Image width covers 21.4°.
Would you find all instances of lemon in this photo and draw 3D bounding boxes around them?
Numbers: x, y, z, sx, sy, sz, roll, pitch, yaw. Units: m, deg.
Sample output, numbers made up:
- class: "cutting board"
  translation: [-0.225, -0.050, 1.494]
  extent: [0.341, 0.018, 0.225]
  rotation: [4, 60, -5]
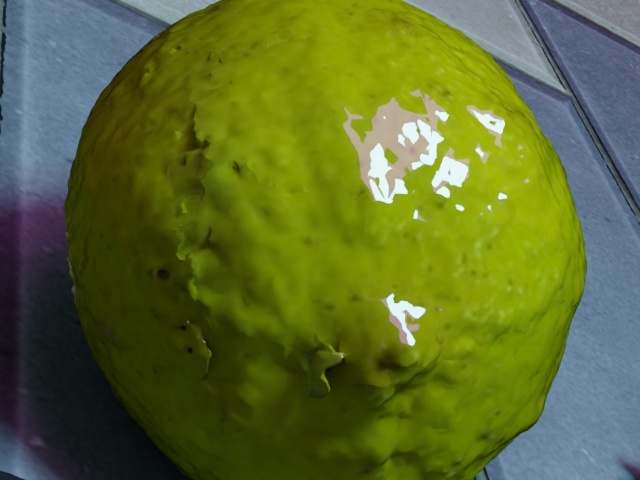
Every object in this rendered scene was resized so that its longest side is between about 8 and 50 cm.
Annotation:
- class: "lemon"
  translation: [0.000, 0.000, 0.880]
  extent: [0.268, 0.268, 0.322]
  rotation: [27, 22, -16]

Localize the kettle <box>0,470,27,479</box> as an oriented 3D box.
- class: "kettle"
  translation: [-0.106, 0.179, 0.408]
  extent: [0.202, 0.232, 0.144]
  rotation: [37, 25, 22]
